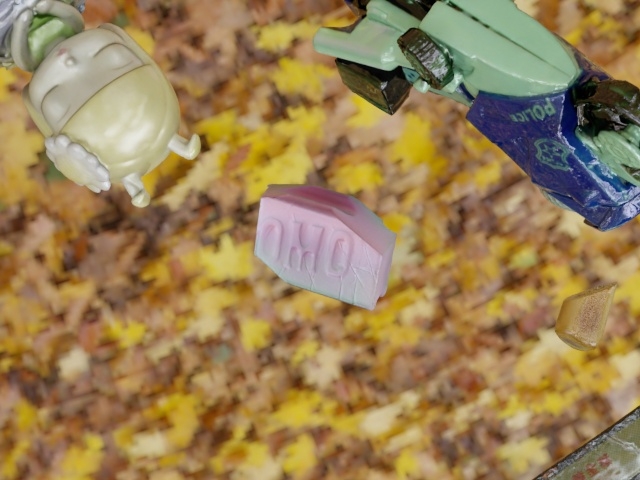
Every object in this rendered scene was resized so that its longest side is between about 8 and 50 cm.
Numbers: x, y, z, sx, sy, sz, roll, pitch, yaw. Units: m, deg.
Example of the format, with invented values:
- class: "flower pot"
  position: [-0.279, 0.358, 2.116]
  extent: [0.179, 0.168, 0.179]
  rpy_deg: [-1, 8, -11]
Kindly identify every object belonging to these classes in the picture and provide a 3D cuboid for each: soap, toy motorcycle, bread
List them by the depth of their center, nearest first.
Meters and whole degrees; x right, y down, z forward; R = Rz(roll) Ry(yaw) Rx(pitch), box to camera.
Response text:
- class: "toy motorcycle"
  position: [0.152, -0.115, 1.269]
  extent: [0.125, 0.331, 0.196]
  rpy_deg: [-50, 150, -11]
- class: "soap"
  position: [0.000, 0.000, 1.704]
  extent: [0.149, 0.056, 0.100]
  rpy_deg: [18, 117, 14]
- class: "bread"
  position: [0.329, 0.086, 2.087]
  extent: [0.062, 0.103, 0.049]
  rpy_deg: [26, 158, -15]

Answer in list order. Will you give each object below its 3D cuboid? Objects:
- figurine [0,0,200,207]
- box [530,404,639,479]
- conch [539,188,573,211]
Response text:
- class: "figurine"
  position: [-0.250, -0.192, 1.448]
  extent: [0.226, 0.394, 0.274]
  rpy_deg: [-41, 170, -7]
- class: "box"
  position: [0.360, 0.307, 2.169]
  extent: [0.310, 0.084, 0.198]
  rpy_deg: [-38, 166, 18]
- class: "conch"
  position: [0.266, -0.069, 1.838]
  extent: [0.057, 0.085, 0.076]
  rpy_deg: [-2, 112, -14]
